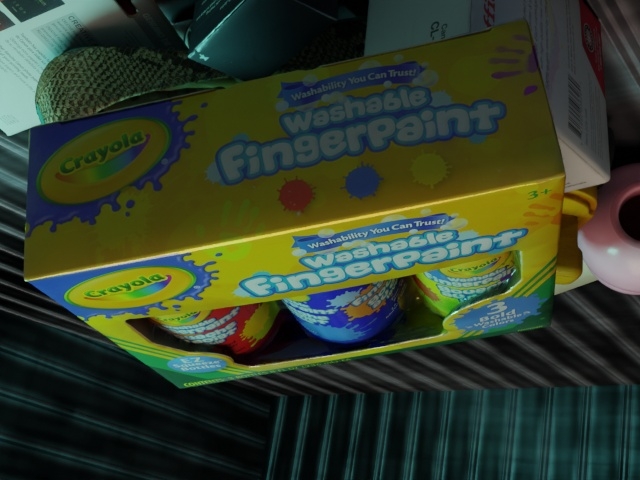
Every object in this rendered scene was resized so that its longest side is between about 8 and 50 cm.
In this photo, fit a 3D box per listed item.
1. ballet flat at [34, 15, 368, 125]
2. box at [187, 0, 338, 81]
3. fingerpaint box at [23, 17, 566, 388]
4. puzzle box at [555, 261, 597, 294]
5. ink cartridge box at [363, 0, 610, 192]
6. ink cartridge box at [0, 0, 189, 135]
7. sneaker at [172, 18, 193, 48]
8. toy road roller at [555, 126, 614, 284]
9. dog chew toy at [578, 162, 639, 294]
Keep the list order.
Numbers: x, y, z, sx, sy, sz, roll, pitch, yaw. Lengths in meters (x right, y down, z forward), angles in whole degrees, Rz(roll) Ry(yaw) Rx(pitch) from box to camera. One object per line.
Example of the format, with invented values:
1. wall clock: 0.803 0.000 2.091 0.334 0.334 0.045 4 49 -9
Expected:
1. ballet flat: -0.080 -0.150 1.031 0.483 0.182 0.164 -8 143 -16
2. box: -0.057 -0.273 0.917 0.093 0.158 0.156 19 153 -30
3. fingerpaint box: 0.000 0.000 0.871 0.445 0.163 0.371 -11 154 8
4. puzzle box: 0.380 0.013 1.725 0.409 0.052 0.272 15 159 -21
5. ink cartridge box: 0.190 -0.204 0.949 0.131 0.226 0.306 -14 151 39
6. ink cartridge box: -0.326 -0.281 0.992 0.272 0.130 0.309 -18 155 8
7. sneaker: -0.109 -0.232 1.195 0.095 0.090 0.235 3 160 47
8. toy road roller: 0.300 -0.036 1.344 0.203 0.240 0.329 8 160 -3
9. dog chew toy: 0.524 -0.001 1.450 0.207 0.206 0.332 1 167 15
